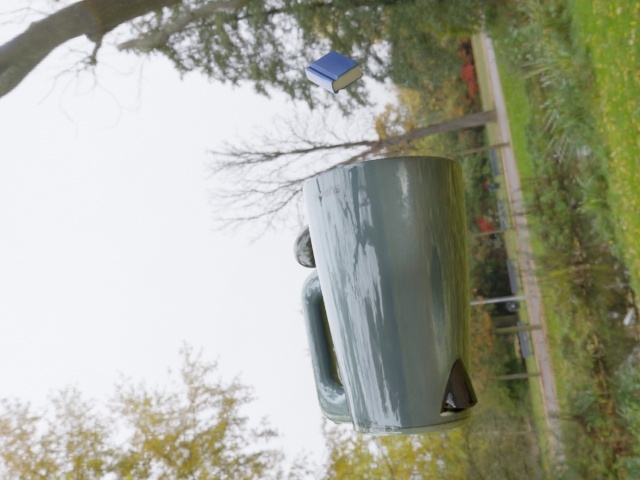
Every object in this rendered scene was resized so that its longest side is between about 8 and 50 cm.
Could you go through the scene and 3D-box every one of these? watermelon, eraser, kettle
[{"bbox_3d":[0.000,0.000,1.018,0.111,0.078,0.078,-48,-36,-13],"label":"watermelon"},{"bbox_3d":[0.022,-0.284,0.989,0.084,0.063,0.027,43,163,44],"label":"eraser"},{"bbox_3d":[0.053,0.062,0.587,0.160,0.210,0.243,4,-103,-46],"label":"kettle"}]
